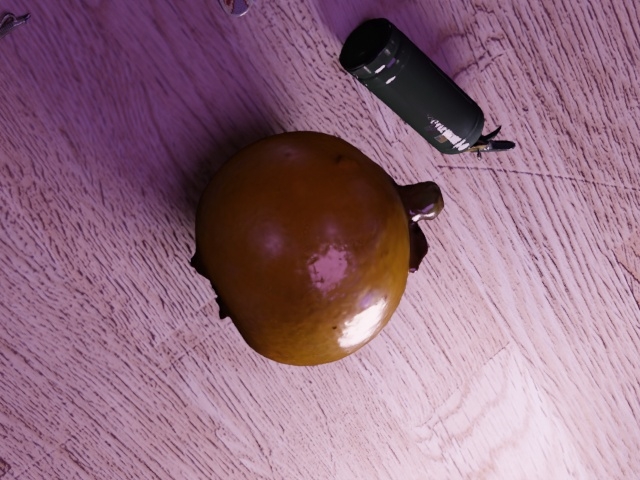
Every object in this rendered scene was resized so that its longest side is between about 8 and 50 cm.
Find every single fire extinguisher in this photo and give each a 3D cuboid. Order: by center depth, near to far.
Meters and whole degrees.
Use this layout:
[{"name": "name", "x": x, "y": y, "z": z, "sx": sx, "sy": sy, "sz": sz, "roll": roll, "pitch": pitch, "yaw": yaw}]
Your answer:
[{"name": "fire extinguisher", "x": 0.167, "y": -0.211, "z": 1.695, "sx": 0.311, "sy": 0.114, "sz": 0.095, "roll": 37, "pitch": 47, "yaw": -38}]

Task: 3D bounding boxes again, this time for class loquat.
[{"name": "loquat", "x": 0.000, "y": 0.000, "z": 1.557, "sx": 0.360, "sy": 0.328, "sz": 0.328, "roll": -21, "pitch": 124, "yaw": 2}]

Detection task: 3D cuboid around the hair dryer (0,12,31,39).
[{"name": "hair dryer", "x": -0.449, "y": -0.194, "z": 1.399, "sx": 0.199, "sy": 0.067, "sz": 0.167, "roll": -21, "pitch": 132, "yaw": -37}]

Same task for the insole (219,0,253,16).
[{"name": "insole", "x": -0.117, "y": -0.388, "z": 1.496, "sx": 0.065, "sy": 0.004, "sz": 0.197, "roll": -20, "pitch": 128, "yaw": -19}]
